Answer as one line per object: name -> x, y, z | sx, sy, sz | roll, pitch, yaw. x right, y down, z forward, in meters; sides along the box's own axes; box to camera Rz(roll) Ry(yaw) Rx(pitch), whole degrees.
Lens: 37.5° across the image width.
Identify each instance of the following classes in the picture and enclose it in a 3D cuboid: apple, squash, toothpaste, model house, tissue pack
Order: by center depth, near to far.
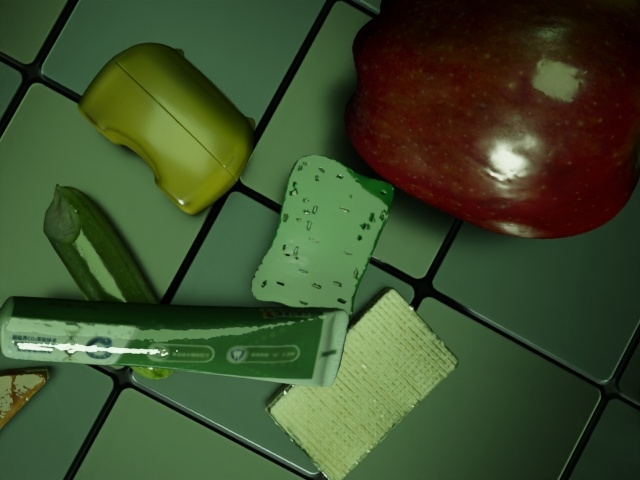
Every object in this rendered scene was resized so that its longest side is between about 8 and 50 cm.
apple -> 0.193, -0.146, 0.955 | 0.316, 0.288, 0.288 | 16, 87, 13
toothpaste -> -0.168, 0.096, 0.960 | 0.392, 0.061, 0.099 | 5, 118, -10
tissue pack -> -0.154, -0.124, 0.999 | 0.178, 0.123, 0.127 | 43, 90, -2
squash -> -0.226, 0.045, 1.017 | 0.069, 0.069, 0.239 | -31, 92, -5
model house -> 0.000, 0.000, 1.029 | 0.117, 0.088, 0.167 | 18, 86, -5

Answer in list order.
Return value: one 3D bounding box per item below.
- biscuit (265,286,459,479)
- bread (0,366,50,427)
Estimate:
biscuit -> 0.046, 0.160, 1.054 | 0.199, 0.040, 0.121 | -43, 95, -3
bread -> -0.347, 0.166, 1.016 | 0.062, 0.043, 0.109 | 40, 87, -5
